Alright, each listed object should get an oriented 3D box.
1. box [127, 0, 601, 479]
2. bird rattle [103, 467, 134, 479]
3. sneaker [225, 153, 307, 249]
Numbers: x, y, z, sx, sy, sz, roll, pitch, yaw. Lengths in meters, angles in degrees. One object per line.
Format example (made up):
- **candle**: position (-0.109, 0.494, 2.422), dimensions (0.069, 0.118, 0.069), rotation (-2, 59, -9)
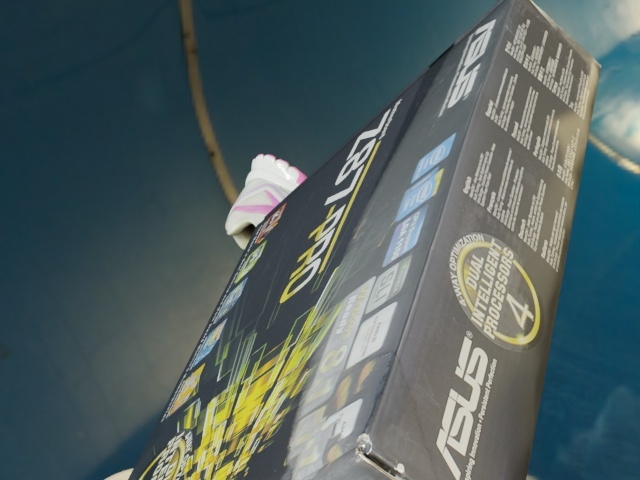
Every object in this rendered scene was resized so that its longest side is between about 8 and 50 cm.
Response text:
- **box**: position (0.015, 0.057, 0.635), dimensions (0.097, 0.318, 0.395), rotation (39, -136, -14)
- **bird rattle**: position (-0.185, 0.350, 1.149), dimensions (0.253, 0.207, 0.143), rotation (-23, -27, -15)
- **sneaker**: position (0.000, 0.000, 1.094), dimensions (0.111, 0.252, 0.103), rotation (-56, -38, -15)
